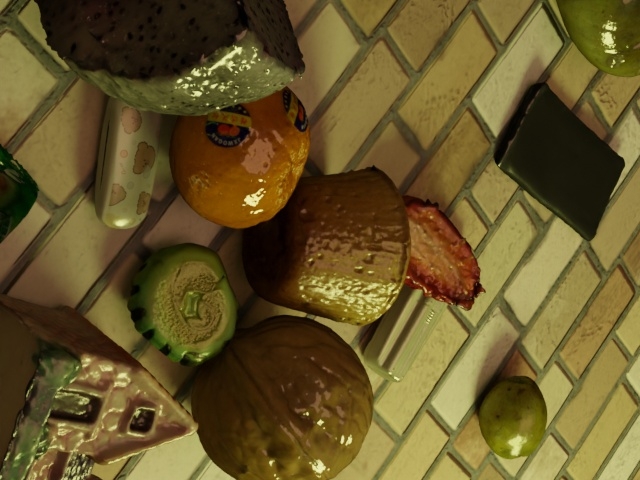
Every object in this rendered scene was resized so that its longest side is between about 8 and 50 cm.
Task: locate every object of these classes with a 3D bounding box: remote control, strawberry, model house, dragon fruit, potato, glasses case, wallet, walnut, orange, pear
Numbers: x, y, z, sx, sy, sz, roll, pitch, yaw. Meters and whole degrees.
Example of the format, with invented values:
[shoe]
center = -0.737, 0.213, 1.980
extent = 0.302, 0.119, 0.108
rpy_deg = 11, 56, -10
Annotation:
[remote control]
center = 0.143, 0.091, 1.814
extent = 0.090, 0.049, 0.230
rpy_deg = 40, 76, -44
[strawberry]
center = 0.137, 0.024, 1.744
extent = 0.188, 0.082, 0.121
rpy_deg = 47, 65, -23
[model house]
center = -0.277, 0.201, 1.365
extent = 0.237, 0.202, 0.237
rpy_deg = 18, 91, -43
[dragon fruit]
center = -0.155, -0.243, 1.327
extent = 0.221, 0.204, 0.283
rpy_deg = 35, 36, -65
[potato]
center = 0.442, -0.344, 1.871
extent = 0.197, 0.148, 0.228
rpy_deg = -53, 131, -35
[glasses case]
center = -0.215, -0.094, 1.432
extent = 0.063, 0.041, 0.164
rpy_deg = 0, 105, -43
[wallet]
center = 0.370, -0.119, 1.963
extent = 0.285, 0.030, 0.146
rpy_deg = 33, 85, -42
[walnut]
center = -0.049, 0.198, 1.573
extent = 0.228, 0.228, 0.228
rpy_deg = -16, 114, -38
[orange]
center = -0.092, -0.104, 1.453
extent = 0.177, 0.155, 0.177
rpy_deg = 10, 90, -81
[pear]
center = 0.298, 0.273, 1.984
extent = 0.107, 0.107, 0.131
rpy_deg = -5, 96, -41

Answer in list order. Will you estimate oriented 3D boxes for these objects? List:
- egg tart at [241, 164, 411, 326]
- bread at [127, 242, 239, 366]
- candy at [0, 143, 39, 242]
[egg tart]
center = 0.000, 0.000, 1.567
extent = 0.147, 0.202, 0.202
rpy_deg = 7, 100, -32
[bread]
center = -0.159, 0.074, 1.505
extent = 0.130, 0.071, 0.139
rpy_deg = -43, 102, -18
[candy]
center = -0.375, -0.014, 1.289
extent = 0.141, 0.078, 0.203
rpy_deg = 39, 66, -24
